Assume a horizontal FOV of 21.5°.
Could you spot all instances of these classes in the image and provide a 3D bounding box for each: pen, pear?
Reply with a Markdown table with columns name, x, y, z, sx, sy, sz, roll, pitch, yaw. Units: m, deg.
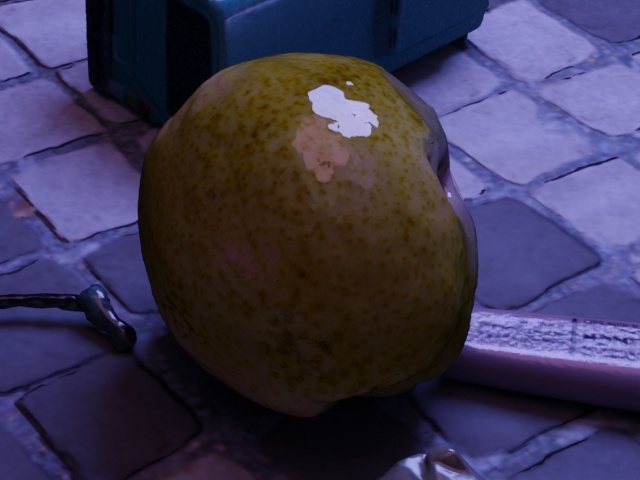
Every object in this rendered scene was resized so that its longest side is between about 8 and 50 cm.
| name | x | y | z | sx | sy | sz | roll | pitch | yaw |
| --- | --- | --- | --- | --- | --- | --- | --- | --- | --- |
| pen | 0.160 | 0.063 | 0.835 | 0.197 | 0.032 | 0.053 | 7 | 37 | 5 |
| pear | 0.000 | 0.000 | 0.799 | 0.178 | 0.178 | 0.178 | 3 | 37 | -2 |

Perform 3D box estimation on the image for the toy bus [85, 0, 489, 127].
| name | x | y | z | sx | sy | sz | roll | pitch | yaw |
| --- | --- | --- | --- | --- | --- | --- | --- | --- | --- |
| toy bus | -0.008 | -0.162 | 1.036 | 0.256 | 0.128 | 0.147 | -29 | 50 | -33 |

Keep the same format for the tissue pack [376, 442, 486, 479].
| name | x | y | z | sx | sy | sz | roll | pitch | yaw |
| --- | --- | --- | --- | --- | --- | --- | --- | --- | --- |
| tissue pack | 0.003 | 0.200 | 0.520 | 0.257 | 0.123 | 0.215 | -33 | 53 | -16 |

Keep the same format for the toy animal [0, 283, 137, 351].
| name | x | y | z | sx | sy | sz | roll | pitch | yaw |
| --- | --- | --- | --- | --- | --- | --- | --- | --- | --- |
| toy animal | -0.217 | 0.050 | 0.796 | 0.253 | 0.070 | 0.079 | -12 | 74 | -39 |
